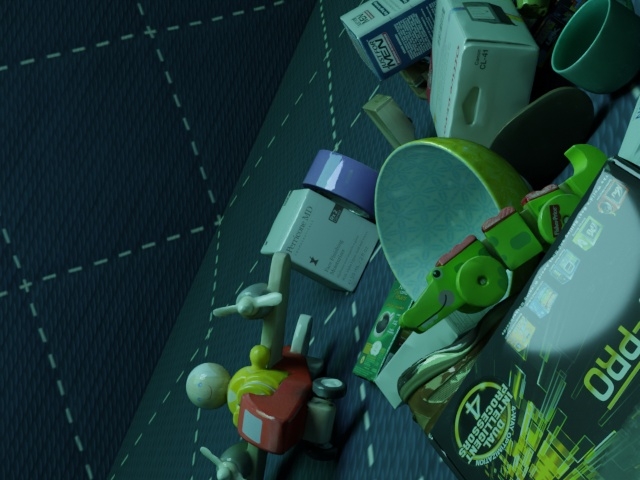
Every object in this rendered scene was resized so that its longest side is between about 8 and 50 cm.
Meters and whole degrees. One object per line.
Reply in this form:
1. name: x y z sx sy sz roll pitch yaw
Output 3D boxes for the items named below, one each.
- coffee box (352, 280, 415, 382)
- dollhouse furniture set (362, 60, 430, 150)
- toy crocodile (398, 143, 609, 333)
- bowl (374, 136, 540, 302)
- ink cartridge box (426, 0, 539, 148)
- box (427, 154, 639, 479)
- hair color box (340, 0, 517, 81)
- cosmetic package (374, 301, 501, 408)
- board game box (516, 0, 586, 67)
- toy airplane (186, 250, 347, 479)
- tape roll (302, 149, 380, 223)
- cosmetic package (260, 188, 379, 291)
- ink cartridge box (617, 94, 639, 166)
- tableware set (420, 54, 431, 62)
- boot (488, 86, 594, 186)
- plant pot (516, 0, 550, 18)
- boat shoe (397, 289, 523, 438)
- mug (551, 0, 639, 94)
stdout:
1. coffee box: 0.126 0.161 1.868 0.184 0.040 0.113 -65 17 -7
2. dollhouse furniture set: 0.234 -0.277 2.156 0.242 0.161 0.212 -40 16 -3
3. toy crocodile: 0.237 0.005 1.380 0.340 0.105 0.115 -36 -6 -1
4. bowl: 0.229 -0.029 1.596 0.156 0.289 0.289 -23 -7 -32
5. ink cartridge box: 0.269 -0.289 1.863 0.306 0.131 0.226 -95 9 -59
6. box: 0.308 0.149 1.113 0.395 0.097 0.318 -58 35 13
7. hair color box: 0.225 -0.453 2.082 0.347 0.105 0.174 -29 26 3
8. cosmetic package: 0.168 0.154 1.560 0.099 0.060 0.239 -23 -22 -31
9. board game box: 0.393 -0.397 1.940 0.141 0.048 0.170 -57 17 15
10. toy airplane: -0.111 0.263 2.008 0.384 0.273 0.386 107 166 -58
11. tape roll: 0.062 -0.109 2.232 0.080 0.189 0.189 -64 16 -7
12. cosmetic package: 0.000 0.000 2.255 0.151 0.184 0.151 -65 16 -7
13. ink cartridge box: 0.450 -0.127 1.334 0.223 0.045 0.224 -66 17 -14
14. tableware set: 0.245 -0.408 2.148 0.154 0.024 0.104 -40 16 -2
15. boot: 0.309 -0.135 1.691 0.305 0.112 0.115 -51 6 34
16. plant pot: 0.367 -0.427 1.862 0.083 0.083 0.079 -32 47 60
17. boat shoe: 0.245 0.163 1.409 0.324 0.123 0.120 -41 58 33
18. mug: 0.424 -0.291 1.584 0.157 0.097 0.129 -58 16 13
